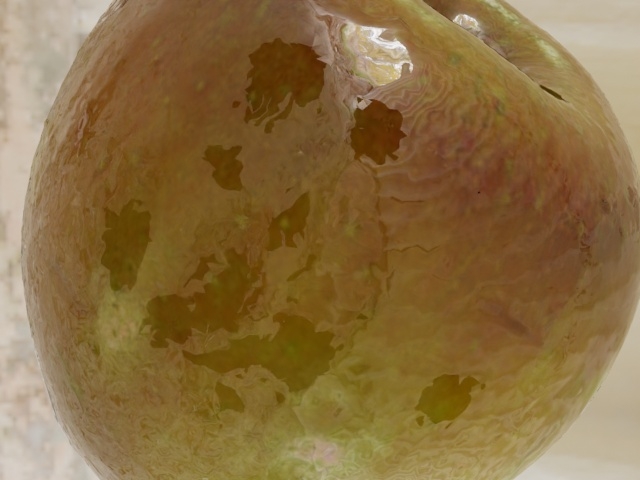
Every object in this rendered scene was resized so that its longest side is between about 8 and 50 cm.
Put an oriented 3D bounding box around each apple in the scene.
[{"bbox_3d":[0.000,0.000,0.858,0.384,0.374,0.374,-107,-163,-61],"label":"apple"}]
